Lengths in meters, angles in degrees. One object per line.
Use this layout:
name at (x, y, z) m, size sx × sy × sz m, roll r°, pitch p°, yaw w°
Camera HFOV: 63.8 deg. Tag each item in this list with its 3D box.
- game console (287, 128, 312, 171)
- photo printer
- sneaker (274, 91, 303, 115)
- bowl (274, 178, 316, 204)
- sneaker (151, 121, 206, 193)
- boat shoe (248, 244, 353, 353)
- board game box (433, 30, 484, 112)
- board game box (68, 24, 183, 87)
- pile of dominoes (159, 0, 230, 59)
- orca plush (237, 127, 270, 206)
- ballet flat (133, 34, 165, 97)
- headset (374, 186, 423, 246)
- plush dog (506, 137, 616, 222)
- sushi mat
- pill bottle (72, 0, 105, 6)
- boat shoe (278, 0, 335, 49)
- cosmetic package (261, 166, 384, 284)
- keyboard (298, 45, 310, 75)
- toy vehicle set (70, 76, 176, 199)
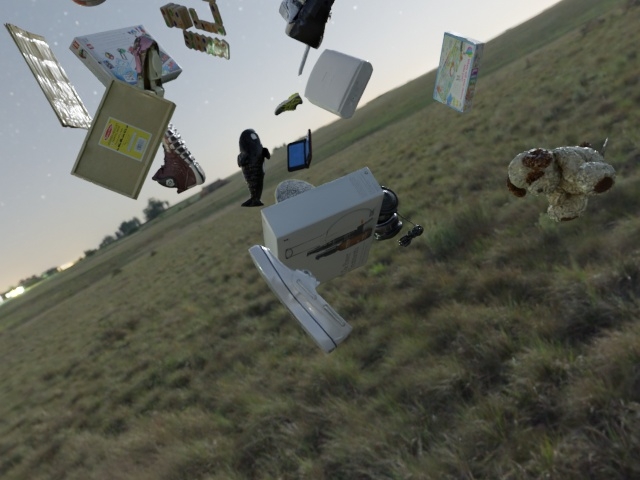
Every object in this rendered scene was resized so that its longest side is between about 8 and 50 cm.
game console at (-0.085, -0.363, 2.069) m, size 0.085 × 0.144 × 0.124 m, roll 2°, pitch -25°, yaw -11°
photo printer at (0.063, -0.696, 2.254) m, size 0.307 × 0.107 × 0.256 m, roll 39°, pitch 108°, yaw 43°
sneaker at (-0.081, -0.343, 1.315) m, size 0.083 × 0.035 × 0.031 m, roll -36°, pitch 2°, yaw 13°
bowl at (-0.066, -0.089, 1.492) m, size 0.170 × 0.170 × 0.080 m, roll -39°, pitch -13°, yaw -45°
sneaker at (-0.534, -0.283, 1.767) m, size 0.163 × 0.281 × 0.106 m, roll -31°, pitch 11°, yaw 5°
boat shoe at (-0.039, 0.101, 1.021) m, size 0.084 × 0.258 × 0.095 m, roll -39°, pitch 1°, yaw -12°
board game box at (0.308, -0.379, 1.158) m, size 0.026 × 0.154 × 0.103 m, roll -17°, pitch 41°, yaw -24°
board game box at (-0.577, -0.549, 1.563) m, size 0.053 × 0.193 × 0.305 m, roll -36°, pitch 10°, yaw 33°
pile of dominoes at (-0.350, -0.596, 1.418) m, size 0.251 × 0.196 × 0.040 m, roll 30°, pitch 60°, yaw 37°
orca plush at (-0.273, -0.265, 1.863) m, size 0.151 × 0.287 × 0.102 m, roll 13°, pitch 10°, yaw 31°
ballet flat at (-0.467, -0.449, 1.426) m, size 0.079 × 0.221 × 0.077 m, roll 26°, pitch 39°, yaw 31°
headset at (0.250, -0.089, 2.137) m, size 0.394 × 0.243 × 0.185 m, roll 25°, pitch 55°, yaw 40°
plush dog at (0.626, -0.189, 1.390) m, size 0.225 × 0.210 × 0.262 m, roll 6°, pitch -21°, yaw 3°
sushi mat at (-0.732, -0.438, 1.407) m, size 0.019 × 0.316 × 0.151 m, roll -30°, pitch 0°, yaw 10°
pill bottle at (-0.783, -0.912, 1.672) m, size 0.161 × 0.161 × 0.283 m, roll -31°, pitch 0°, yaw -18°
boat shoe at (-0.017, -0.600, 1.278) m, size 0.158 × 0.127 × 0.340 m, roll -60°, pitch 24°, yaw 29°
cosmetic package at (0.000, 0.000, 1.343) m, size 0.284 × 0.097 × 0.377 m, roll -22°, pitch -26°, yaw -13°
keyboard at (-0.037, -0.713, 1.822) m, size 0.072 × 0.014 × 0.256 m, roll -103°, pitch 31°, yaw -56°
toy vehicle set at (-0.492, -0.254, 1.290) m, size 0.035 × 0.166 × 0.266 m, roll -166°, pitch 99°, yaw -85°
